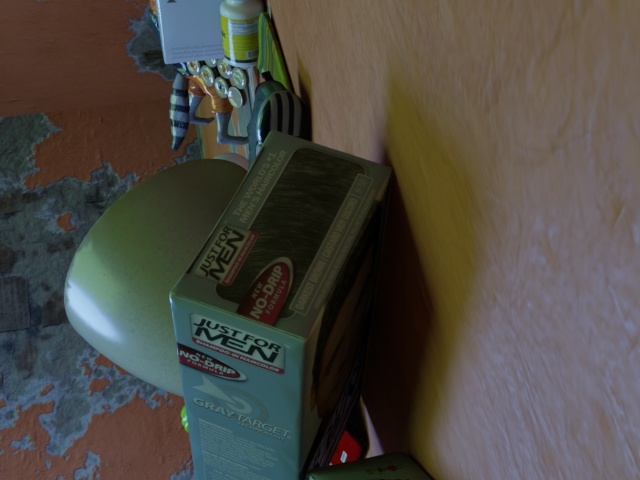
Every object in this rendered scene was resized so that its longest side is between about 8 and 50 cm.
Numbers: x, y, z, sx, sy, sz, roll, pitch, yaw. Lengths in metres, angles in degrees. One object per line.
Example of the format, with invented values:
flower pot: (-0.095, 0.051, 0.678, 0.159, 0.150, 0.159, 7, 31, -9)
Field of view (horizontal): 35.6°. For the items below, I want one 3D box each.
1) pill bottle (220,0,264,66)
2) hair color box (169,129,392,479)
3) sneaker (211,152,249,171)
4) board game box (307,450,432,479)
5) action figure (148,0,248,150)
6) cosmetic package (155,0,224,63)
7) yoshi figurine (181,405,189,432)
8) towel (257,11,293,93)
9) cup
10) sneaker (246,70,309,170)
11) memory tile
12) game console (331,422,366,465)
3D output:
pill bottle: (-0.112, -0.315, 1.437, 0.065, 0.065, 0.116, -109, 15, -52)
hair color box: (-0.032, 0.104, 0.901, 0.374, 0.114, 0.185, 93, -160, -52)
sneaker: (-0.107, 0.012, 1.610, 0.169, 0.108, 0.292, -121, 14, -64)
board game box: (0.068, 0.348, 0.788, 0.224, 0.097, 0.303, -162, 63, -80)
action figure: (-0.218, -0.323, 1.761, 0.341, 0.178, 0.330, -126, 20, -62)
cosmetic package: (-0.184, -0.394, 1.545, 0.151, 0.151, 0.183, 92, 168, -50)
yoshi figurine: (-0.101, 0.306, 1.587, 0.362, 0.203, 0.203, -134, 21, -71)
towel: (-0.057, -0.199, 1.335, 0.102, 0.021, 0.237, 91, 167, -48)
cup: (-0.143, 0.089, 1.362, 0.237, 0.331, 0.331, 43, 150, 30)
sneaker: (-0.057, -0.095, 1.240, 0.098, 0.083, 0.223, -117, 30, -53)
memory tile: (-0.169, -0.293, 1.636, 0.148, 0.012, 0.113, 38, 136, 26)
game console: (0.028, 0.195, 1.171, 0.124, 0.085, 0.144, 45, 158, 18)
